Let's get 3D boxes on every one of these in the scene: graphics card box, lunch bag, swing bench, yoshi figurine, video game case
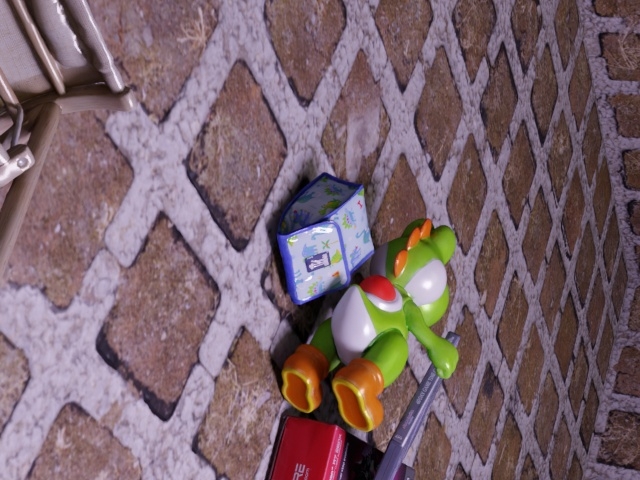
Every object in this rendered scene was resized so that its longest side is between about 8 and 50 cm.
[{"bbox_3d":[0.028,0.424,1.628,0.371,0.094,0.232,45,55,-58],"label":"graphics card box"},{"bbox_3d":[0.000,0.000,1.493,0.151,0.096,0.128,-41,136,-33],"label":"lunch bag"},{"bbox_3d":[-0.297,-0.135,0.801,0.254,0.165,0.253,-66,148,-42],"label":"swing bench"},{"bbox_3d":[0.101,0.128,1.582,0.203,0.203,0.362,43,55,-7],"label":"yoshi figurine"},{"bbox_3d":[0.133,0.284,1.597,0.274,0.026,0.196,-49,161,-52],"label":"video game case"}]
